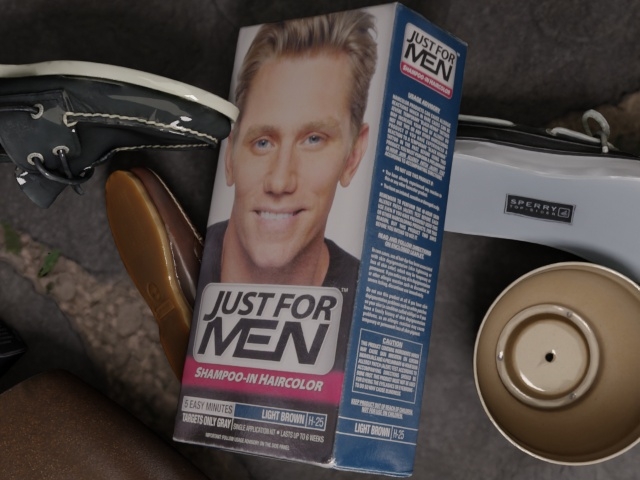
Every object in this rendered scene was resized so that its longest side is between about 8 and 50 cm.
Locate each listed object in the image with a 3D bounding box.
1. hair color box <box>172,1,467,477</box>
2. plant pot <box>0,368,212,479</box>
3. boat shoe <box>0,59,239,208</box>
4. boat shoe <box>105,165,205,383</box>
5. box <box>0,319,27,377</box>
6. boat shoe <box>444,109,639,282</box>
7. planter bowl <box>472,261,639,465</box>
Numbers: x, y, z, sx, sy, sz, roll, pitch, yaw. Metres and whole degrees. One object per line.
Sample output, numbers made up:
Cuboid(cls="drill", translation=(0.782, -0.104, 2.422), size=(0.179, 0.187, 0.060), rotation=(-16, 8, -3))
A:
Cuboid(cls="hair color box", translation=(0.000, 0.000, 0.937), size=(0.173, 0.105, 0.347), rotation=(0, 77, 41))
Cuboid(cls="plant pot", translation=(-0.183, 0.224, 0.952), size=(0.215, 0.215, 0.230), rotation=(-38, 75, -2))
Cuboid(cls="boat shoe", translation=(-0.234, -0.084, 0.965), size=(0.340, 0.127, 0.113), rotation=(8, 81, 11))
Cuboid(cls="boat shoe", translation=(-0.117, 0.030, 1.018), size=(0.073, 0.073, 0.207), rotation=(-23, 92, -39))
Cuboid(cls="box", translation=(-0.378, 0.076, 0.988), size=(0.207, 0.108, 0.153), rotation=(43, 88, 1))
Cuboid(cls="boat shoe", translation=(0.220, -0.045, 1.002), size=(0.306, 0.105, 0.113), rotation=(8, 131, 10))
Cuboid(cls="planter bowl", translation=(0.201, 0.099, 0.994), size=(0.162, 0.109, 0.162), rotation=(0, 88, -1))
